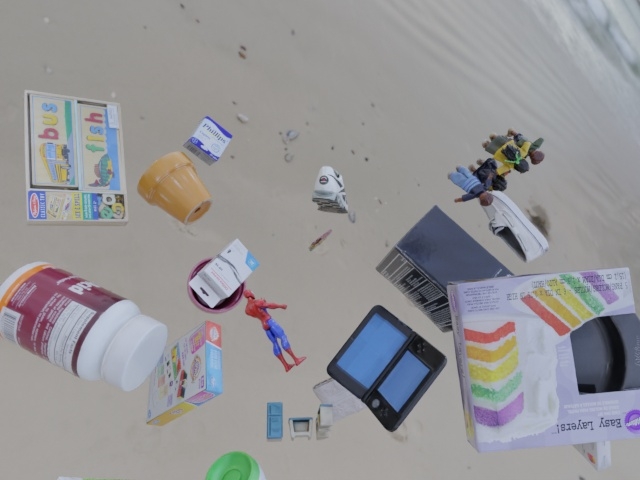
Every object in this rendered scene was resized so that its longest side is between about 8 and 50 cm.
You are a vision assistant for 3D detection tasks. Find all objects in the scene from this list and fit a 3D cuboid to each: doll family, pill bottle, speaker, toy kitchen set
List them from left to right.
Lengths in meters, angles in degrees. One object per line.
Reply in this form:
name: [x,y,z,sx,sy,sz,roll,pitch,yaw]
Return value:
pill bottle: [-0.624,0.227,1.233,0.392,0.224,0.224,23,43,8]
speaker: [-0.155,0.611,1.052,0.131,0.131,0.296,-54,136,-47]
toy kitchen set: [-0.072,0.572,1.539,0.207,0.166,0.122,1,51,-7]
doll family: [0.335,-0.135,0.888,0.076,0.193,0.111,25,25,-47]

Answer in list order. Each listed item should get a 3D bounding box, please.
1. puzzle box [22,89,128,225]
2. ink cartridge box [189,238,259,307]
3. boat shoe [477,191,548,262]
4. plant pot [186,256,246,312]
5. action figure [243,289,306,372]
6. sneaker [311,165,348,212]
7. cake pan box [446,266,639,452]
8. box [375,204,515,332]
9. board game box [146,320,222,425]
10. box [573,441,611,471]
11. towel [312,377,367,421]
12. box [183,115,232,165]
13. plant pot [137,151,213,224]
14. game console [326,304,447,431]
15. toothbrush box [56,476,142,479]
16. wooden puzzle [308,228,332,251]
puzzle box: [-0.741,-0.244,1.419,0.272,0.052,0.408,-2,76,-34]
ink cartridge box: [-0.272,0.094,1.336,0.104,0.060,0.180,50,54,-13]
boat shoe: [0.544,-0.047,1.385,0.088,0.096,0.267,-31,69,-12]
plant pot: [-0.384,0.173,1.698,0.201,0.180,0.201,5,74,-18]
action figure: [-0.139,0.261,1.487,0.280,0.091,0.139,53,33,3]
sneaker: [0.045,-0.184,1.728,0.330,0.123,0.146,59,37,-80]
cake pan box: [0.337,0.171,0.693,0.070,0.267,0.245,80,6,-86]
box: [0.344,0.091,1.346,0.294,0.296,0.183,43,76,7]
board game box: [-0.454,0.445,1.558,0.064,0.317,0.242,31,36,-41]
box: [0.573,0.400,1.068,0.186,0.038,0.145,-123,-165,-67]
towel: [0.131,0.621,1.923,0.049,0.282,0.187,-109,173,-76]
box: [-0.425,-0.378,1.774,0.126,0.072,0.137,37,61,-26]
plant pot: [-0.469,-0.160,1.571,0.188,0.205,0.205,44,40,6]
game console: [0.203,0.398,1.486,0.173,0.250,0.293,38,89,-29]
toothbrush box: [-0.542,0.692,1.110,0.206,0.122,0.283,-55,143,-6]
wooden puzzle: [0.000,0.000,1.055,0.006,0.049,0.083,47,52,8]
